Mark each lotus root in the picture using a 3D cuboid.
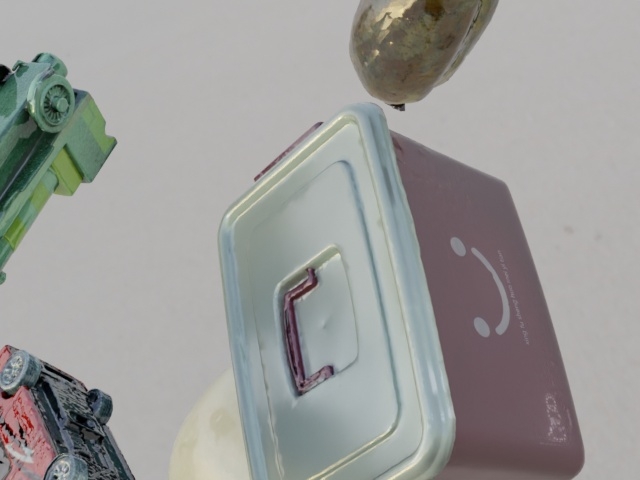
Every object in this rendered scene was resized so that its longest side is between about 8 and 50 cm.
[{"bbox_3d":[0.128,-0.293,1.731,0.152,0.160,0.275,-20,-27,-40],"label":"lotus root"}]

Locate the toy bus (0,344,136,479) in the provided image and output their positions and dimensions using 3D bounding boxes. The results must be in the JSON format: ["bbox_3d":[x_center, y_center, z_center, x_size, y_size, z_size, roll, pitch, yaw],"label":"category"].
[{"bbox_3d":[-0.176,0.152,0.890,0.089,0.081,0.195,-51,37,6],"label":"toy bus"}]

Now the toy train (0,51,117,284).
[{"bbox_3d":[-0.246,-0.049,1.059,0.083,0.132,0.200,17,62,28],"label":"toy train"}]

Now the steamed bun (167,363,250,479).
[{"bbox_3d":[0.027,0.243,1.244,0.334,0.312,0.233,-38,34,11],"label":"steamed bun"}]

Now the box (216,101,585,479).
[{"bbox_3d":[0.054,0.072,0.957,0.193,0.167,0.294,-37,51,37],"label":"box"}]
